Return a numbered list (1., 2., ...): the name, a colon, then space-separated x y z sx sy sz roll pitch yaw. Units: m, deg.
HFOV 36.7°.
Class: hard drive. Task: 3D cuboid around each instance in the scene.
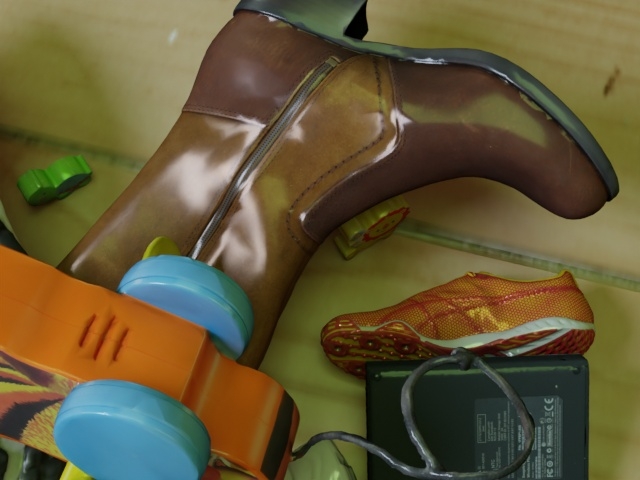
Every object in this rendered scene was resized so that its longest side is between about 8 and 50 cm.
1. hard drive: 0.095 0.119 0.591 0.135 0.022 0.094 -2 98 -2

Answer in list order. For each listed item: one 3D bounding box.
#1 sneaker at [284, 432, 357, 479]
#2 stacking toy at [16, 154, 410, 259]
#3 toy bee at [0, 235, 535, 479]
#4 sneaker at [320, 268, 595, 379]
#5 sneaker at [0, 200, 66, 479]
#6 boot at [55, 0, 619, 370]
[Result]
1. sneaker: -0.007 0.235 0.543 0.115 0.090 0.232 -19 62 0
2. stacking toy: -0.076 -0.028 0.651 0.221 0.052 0.167 -31 73 -11
3. toy bee: -0.078 0.101 0.478 0.298 0.162 0.195 33 50 15
4. sneaker: 0.086 0.055 0.626 0.175 0.064 0.067 -4 46 -4
5. sneaker: -0.265 0.037 0.578 0.158 0.182 0.411 2 61 -39
6. boot: 0.000 0.000 0.571 0.264 0.096 0.281 32 84 6
